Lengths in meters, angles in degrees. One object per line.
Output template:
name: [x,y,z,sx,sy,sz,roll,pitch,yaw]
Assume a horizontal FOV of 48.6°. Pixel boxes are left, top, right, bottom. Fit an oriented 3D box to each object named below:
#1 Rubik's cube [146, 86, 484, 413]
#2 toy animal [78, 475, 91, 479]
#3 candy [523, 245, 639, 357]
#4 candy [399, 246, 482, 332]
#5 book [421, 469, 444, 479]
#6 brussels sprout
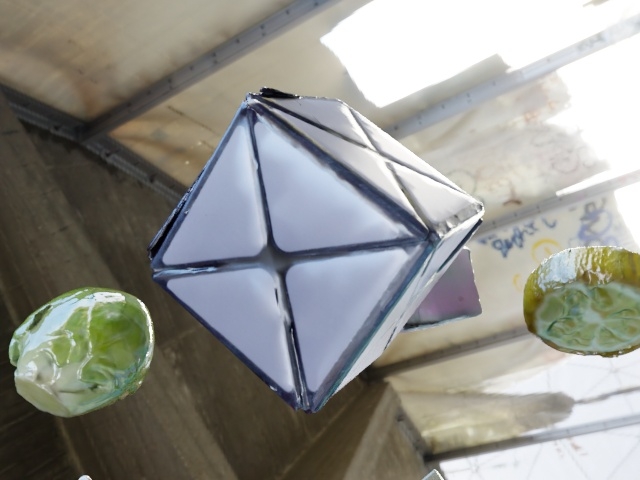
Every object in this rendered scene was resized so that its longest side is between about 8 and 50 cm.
Rubik's cube: [0.000,0.000,0.979,0.310,0.307,0.305,40,-158,13]
toy animal: [-0.383,0.547,1.319,0.184,0.104,0.185,52,177,35]
candy: [0.502,0.116,1.292,0.260,0.259,0.118,47,-139,-36]
candy: [0.183,0.089,1.333,0.265,0.115,0.156,-4,-102,-44]
book: [0.185,0.658,1.459,0.217,0.310,0.021,52,-172,35]
brussels sprout: [-0.394,0.181,1.186,0.244,0.244,0.244,41,-142,-43]
